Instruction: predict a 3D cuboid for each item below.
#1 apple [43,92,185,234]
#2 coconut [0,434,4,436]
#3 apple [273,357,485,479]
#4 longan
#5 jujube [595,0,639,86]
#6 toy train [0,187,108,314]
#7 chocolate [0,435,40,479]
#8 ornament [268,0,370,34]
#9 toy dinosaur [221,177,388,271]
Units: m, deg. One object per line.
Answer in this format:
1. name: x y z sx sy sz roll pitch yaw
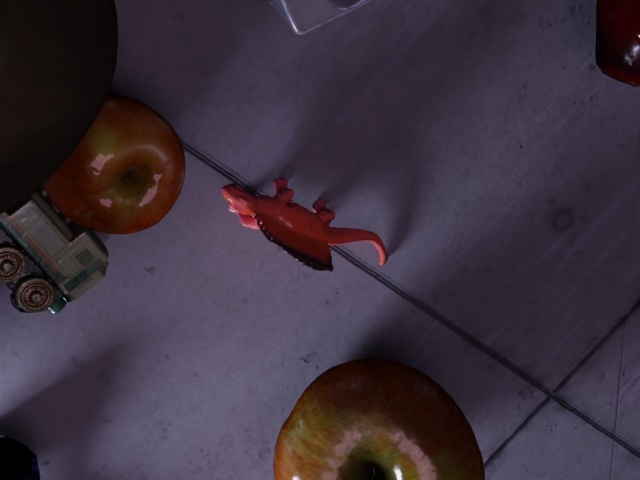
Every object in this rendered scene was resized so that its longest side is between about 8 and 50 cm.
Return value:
1. apple: -0.236 -0.088 1.180 0.163 0.139 0.163 -15 120 -27
2. coconut: -0.547 0.270 1.116 0.405 0.404 0.404 -9 120 -15
3. apple: 0.081 0.304 1.461 0.278 0.250 0.309 -16 102 6
4. longan: -0.362 -0.179 0.984 0.361 0.361 0.361 -9 120 -15
5. jujube: 0.492 -0.327 1.256 0.258 0.258 0.376 26 111 -30
6. toy train: -0.341 -0.004 1.223 0.125 0.081 0.194 -40 121 -8
7. chocolate: -0.384 0.407 1.422 0.148 0.126 0.343 -53 140 -32
8. ornament: 0.006 -0.388 1.034 0.240 0.240 0.239 -27 123 -3
9. toy dinosaur: -0.001 0.002 1.309 0.286 0.139 0.070 25 108 -30
